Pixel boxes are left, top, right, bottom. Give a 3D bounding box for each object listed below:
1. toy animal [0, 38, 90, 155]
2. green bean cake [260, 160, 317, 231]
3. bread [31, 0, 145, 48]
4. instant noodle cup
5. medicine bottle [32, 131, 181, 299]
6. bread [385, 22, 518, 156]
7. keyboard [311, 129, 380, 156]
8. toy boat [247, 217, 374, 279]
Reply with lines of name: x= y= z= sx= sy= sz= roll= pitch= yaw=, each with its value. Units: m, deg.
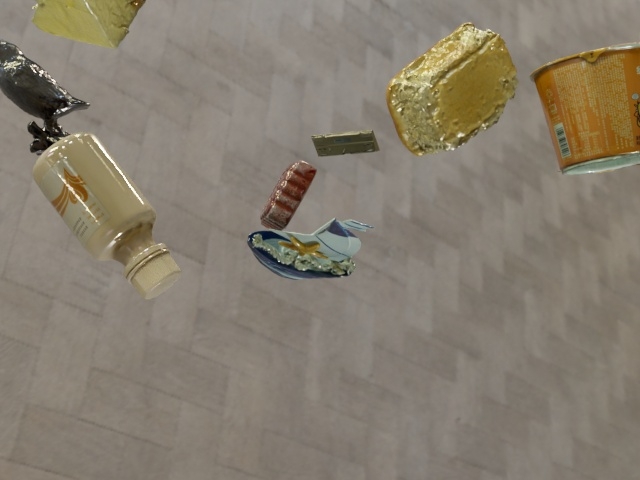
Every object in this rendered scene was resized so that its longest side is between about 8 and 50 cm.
toy animal: x=-0.437 y=-0.237 z=1.406 sx=0.117 sy=0.121 sz=0.210 roll=-24 pitch=98 yaw=-4
green bean cake: x=-0.066 y=-0.086 z=1.757 sx=0.056 sy=0.136 sz=0.135 roll=28 pitch=79 yaw=-7
bread: x=-0.439 y=-0.529 z=1.639 sx=0.236 sy=0.199 sz=0.263 roll=74 pitch=32 yaw=-59
instant noodle cup: x=0.455 y=-0.203 z=1.443 sx=0.216 sy=0.216 sz=0.172 roll=-3 pitch=83 yaw=-46
medicine bottle: x=-0.297 y=-0.031 z=1.293 sx=0.252 sy=0.114 sz=0.114 roll=50 pitch=41 yaw=9
bread: x=0.230 y=-0.260 z=1.573 sx=0.245 sy=0.121 sz=0.174 roll=-40 pitch=115 yaw=-18
keyboard: x=0.047 y=-0.186 z=1.723 sx=0.015 sy=0.129 sz=0.049 roll=-62 pitch=140 yaw=-46
toy boat: x=0.000 y=0.000 z=1.619 sx=0.221 sy=0.291 sz=0.067 roll=18 pitch=63 yaw=-21
